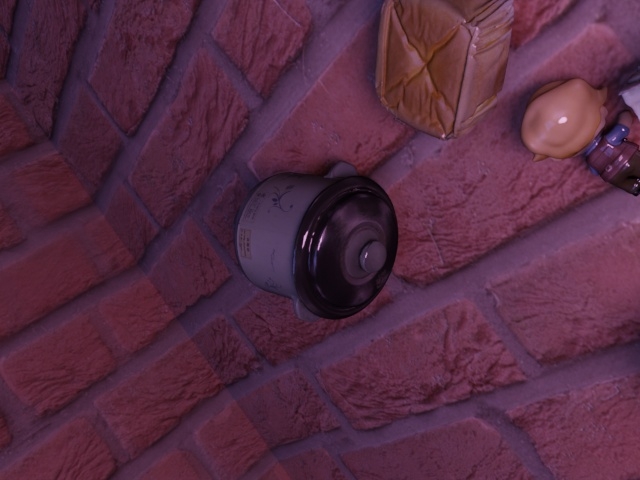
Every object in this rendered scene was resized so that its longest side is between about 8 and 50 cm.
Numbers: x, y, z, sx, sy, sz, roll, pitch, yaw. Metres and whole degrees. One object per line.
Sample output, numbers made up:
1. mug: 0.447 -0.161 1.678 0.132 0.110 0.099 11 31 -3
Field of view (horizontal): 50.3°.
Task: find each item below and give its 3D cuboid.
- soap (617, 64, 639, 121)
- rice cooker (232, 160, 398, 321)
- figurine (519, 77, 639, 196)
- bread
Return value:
1. soap: 0.474 -0.199 0.720 0.261 0.150 0.094 -22 105 52
2. rice cooker: 0.000 0.000 1.284 0.316 0.264 0.317 -18 63 38
3. figurine: 0.369 -0.141 0.930 0.195 0.108 0.114 30 149 4
4. bread: 0.179 -0.274 1.011 0.192 0.109 0.210 32 137 36
